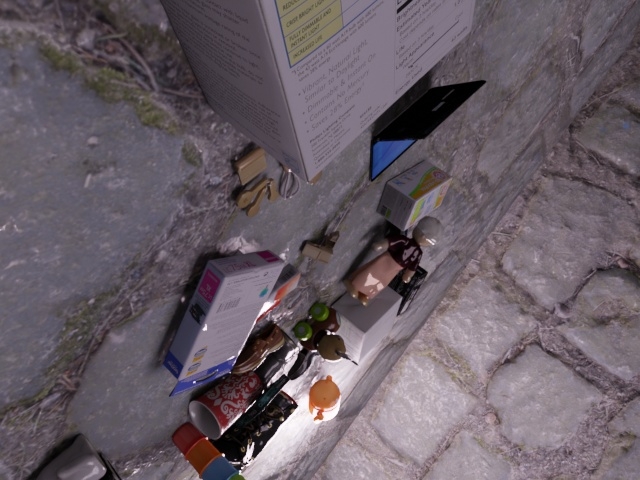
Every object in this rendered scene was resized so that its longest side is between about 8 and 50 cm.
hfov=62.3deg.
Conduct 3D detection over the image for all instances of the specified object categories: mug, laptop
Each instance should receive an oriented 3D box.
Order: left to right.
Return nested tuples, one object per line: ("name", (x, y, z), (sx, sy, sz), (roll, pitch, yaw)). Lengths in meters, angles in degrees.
("mug", (-0.248, 0.418, 1.376), (0.169, 0.113, 0.150), (-33, 178, -45))
("laptop", (0.247, -0.254, 1.271), (0.234, 0.264, 0.137), (-43, 118, -21))

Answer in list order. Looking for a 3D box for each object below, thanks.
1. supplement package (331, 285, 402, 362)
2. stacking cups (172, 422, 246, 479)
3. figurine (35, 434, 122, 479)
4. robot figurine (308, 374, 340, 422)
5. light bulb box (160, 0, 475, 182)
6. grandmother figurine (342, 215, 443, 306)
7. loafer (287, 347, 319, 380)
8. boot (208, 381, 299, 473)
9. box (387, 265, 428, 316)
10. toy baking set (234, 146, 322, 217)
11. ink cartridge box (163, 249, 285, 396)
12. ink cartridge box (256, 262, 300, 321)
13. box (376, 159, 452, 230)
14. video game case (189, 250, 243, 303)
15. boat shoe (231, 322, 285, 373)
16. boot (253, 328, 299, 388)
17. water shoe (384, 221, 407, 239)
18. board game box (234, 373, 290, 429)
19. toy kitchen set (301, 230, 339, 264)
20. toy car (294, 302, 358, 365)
("supplement package", (0.145, 0.259, 1.784), (0.194, 0.149, 0.203), (-38, 152, -30))
("stacking cups", (-0.253, 0.591, 1.320), (0.096, 0.316, 0.096), (-41, 151, -28))
("figurine", (-0.511, 0.500, 1.024), (0.209, 0.092, 0.215), (-35, 150, -25))
("robot figurine", (0.015, 0.631, 2.093), (0.158, 0.128, 0.219), (-32, 149, -25))
("light bulb box", (0.005, -0.333, 0.617), (0.358, 0.225, 0.361), (-45, 154, -16))
("grandmother figurine", (0.227, 0.051, 1.610), (0.342, 0.104, 0.208), (-40, 140, 12))
("loafer", (-0.056, 0.374, 1.714), (0.061, 0.062, 0.170), (45, 78, -26))
("boot", (-0.206, 0.566, 1.591), (0.284, 0.138, 0.377), (-46, 159, -11))
("box", (0.263, 0.147, 1.847), (0.077, 0.147, 0.180), (-19, 139, -52))
("toy baking set", (-0.073, -0.143, 0.991), (0.256, 0.030, 0.197), (-27, 149, -44))
("ink cartridge box", (-0.205, 0.167, 1.086), (0.185, 0.065, 0.311), (-10, 131, -57))
("ink cartridge box", (-0.122, 0.153, 1.269), (0.145, 0.045, 0.179), (-38, 156, -34))
("box", (0.273, -0.133, 1.529), (0.203, 0.103, 0.114), (-31, 149, -40))
("video game case", (-0.195, 0.107, 1.121), (0.143, 0.019, 0.157), (-47, 155, -13))
("boat shoe", (-0.168, 0.276, 1.368), (0.178, 0.064, 0.060), (-33, 119, -40))
("boot", (-0.155, 0.359, 1.497), (0.208, 0.076, 0.190), (-38, 153, -15))
("water shoe", (0.255, -0.038, 1.668), (0.080, 0.073, 0.203), (-44, 155, -25))
("board game box", (-0.161, 0.439, 1.440), (0.126, 0.026, 0.186), (-42, 173, -41))
("toy kitchen set", (0.000, 0.000, 1.312), (0.083, 0.075, 0.068), (-91, -154, -60))
("toy car", (0.040, 0.302, 1.588), (0.149, 0.188, 0.155), (-49, 150, -6))
